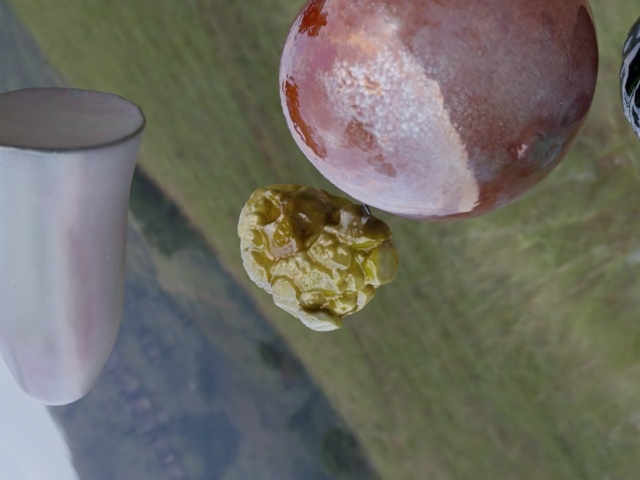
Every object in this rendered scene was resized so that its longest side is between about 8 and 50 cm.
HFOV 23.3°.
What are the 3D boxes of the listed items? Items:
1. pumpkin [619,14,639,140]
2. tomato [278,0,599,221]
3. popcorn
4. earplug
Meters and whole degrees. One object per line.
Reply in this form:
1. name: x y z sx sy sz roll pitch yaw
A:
1. pumpkin: 0.363 -0.145 1.313 0.162 0.220 0.220 75 170 -55
2. tomato: 0.107 -0.139 1.279 0.227 0.270 0.270 42 172 32
3. popcorn: -0.002 0.019 1.831 0.140 0.194 0.163 -20 -63 -67
4. earplug: -0.256 0.021 1.495 0.172 0.172 0.301 -115 26 -62
